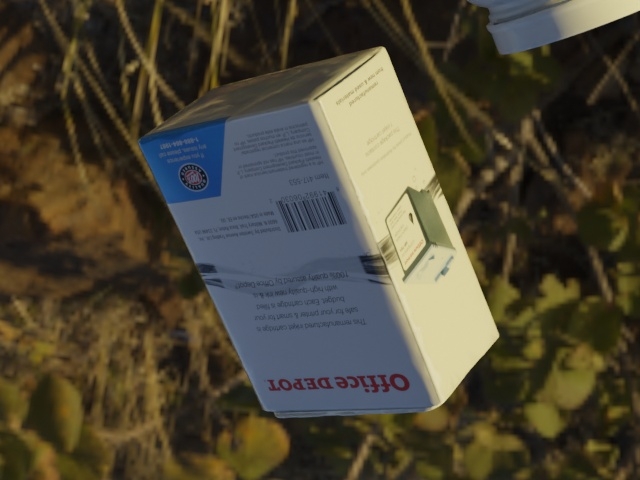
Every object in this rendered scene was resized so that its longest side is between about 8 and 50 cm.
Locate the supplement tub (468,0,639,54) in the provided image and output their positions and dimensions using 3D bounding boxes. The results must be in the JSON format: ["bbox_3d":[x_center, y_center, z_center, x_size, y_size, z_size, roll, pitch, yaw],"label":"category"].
[{"bbox_3d":[0.213,-0.372,1.431,0.241,0.241,0.331,-17,100,29],"label":"supplement tub"}]

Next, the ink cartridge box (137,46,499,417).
[{"bbox_3d":[0.000,0.000,0.852,0.139,0.082,0.191,-8,115,40],"label":"ink cartridge box"}]
